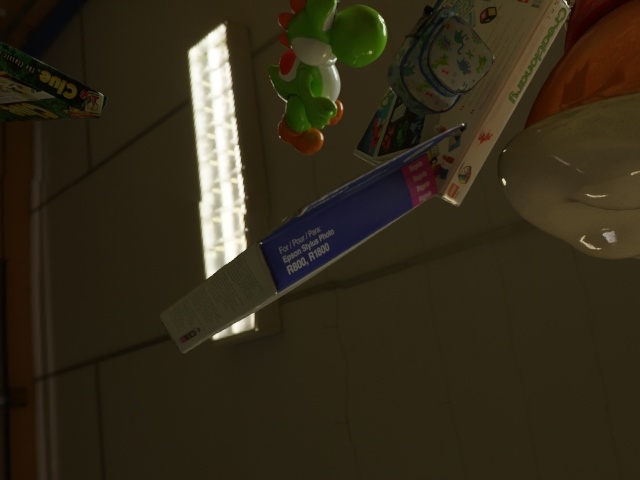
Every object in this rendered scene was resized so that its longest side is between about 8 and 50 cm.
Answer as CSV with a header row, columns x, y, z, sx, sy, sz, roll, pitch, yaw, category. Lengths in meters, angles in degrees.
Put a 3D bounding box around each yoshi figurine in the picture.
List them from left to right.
x,y,z,sx,sy,sz,roll,pitch,yaw,category
0.027,-0.329,1.302,0.362,0.203,0.203,103,-34,-58,yoshi figurine

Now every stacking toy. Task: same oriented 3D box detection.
x,y,z,sx,sy,sz,roll,pitch,yaw,category
0.349,-0.226,0.531,0.350,0.350,0.480,2,-103,45,stacking toy

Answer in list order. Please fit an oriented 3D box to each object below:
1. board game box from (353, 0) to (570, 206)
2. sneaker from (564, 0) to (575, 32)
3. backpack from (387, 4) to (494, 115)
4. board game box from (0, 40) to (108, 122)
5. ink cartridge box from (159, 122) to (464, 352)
x,y,z,sx,sy,sz,roll,pitch,yaw,category
0.191,-0.221,0.952,0.193,0.053,0.305,35,-82,44,board game box
0.506,-0.451,1.275,0.069,0.084,0.185,-3,-86,41,sneaker
0.145,-0.215,0.818,0.114,0.105,0.084,-52,-158,-4,backpack
-0.349,-0.167,0.712,0.260,0.136,0.030,9,-99,46,board game box
0.000,0.000,0.830,0.330,0.324,0.071,-32,-91,48,ink cartridge box
